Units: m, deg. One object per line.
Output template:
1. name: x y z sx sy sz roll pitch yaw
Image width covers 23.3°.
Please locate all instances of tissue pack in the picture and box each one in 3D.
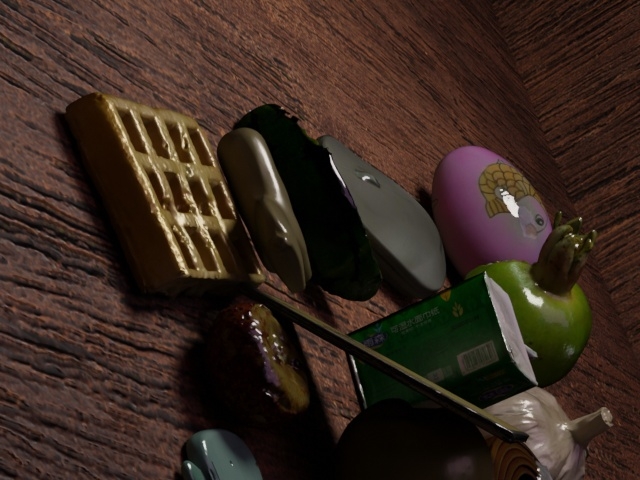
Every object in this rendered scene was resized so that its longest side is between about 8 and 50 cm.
1. tissue pack: 0.167 0.164 2.032 0.156 0.209 0.148 41 28 -54

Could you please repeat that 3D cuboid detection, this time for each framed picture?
1. framed picture: 0.079 0.142 1.753 0.338 0.014 0.255 29 -1 14

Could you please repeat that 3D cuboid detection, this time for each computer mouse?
1. computer mouse: 0.096 -0.038 2.316 0.331 0.095 0.197 41 23 -48

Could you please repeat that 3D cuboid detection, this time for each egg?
1. egg: 0.288 -0.035 2.679 0.271 0.196 0.196 51 15 16

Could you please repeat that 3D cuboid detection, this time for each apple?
1. apple: 0.108 0.273 1.765 0.200 0.200 0.200 52 21 -29

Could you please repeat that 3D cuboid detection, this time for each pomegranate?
1. pomegranate: 0.342 0.099 2.470 0.236 0.302 0.236 25 33 -18

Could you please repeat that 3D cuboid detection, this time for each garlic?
1. garlic: 0.345 0.301 2.321 0.218 0.212 0.218 45 31 -36

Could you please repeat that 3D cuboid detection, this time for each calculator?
1. calculator: -0.095 0.230 1.526 0.095 0.021 0.153 66 15 11

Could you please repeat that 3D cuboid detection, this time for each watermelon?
1. watermelon: -0.021 -0.053 2.012 0.301 0.123 0.129 59 2 8

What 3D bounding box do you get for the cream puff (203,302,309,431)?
1. cream puff: -0.071 0.137 1.624 0.149 0.084 0.149 58 15 -25

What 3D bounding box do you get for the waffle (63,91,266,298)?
1. waffle: -0.161 -0.045 1.678 0.221 0.055 0.248 66 18 11

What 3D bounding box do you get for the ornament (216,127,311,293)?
1. ornament: -0.060 -0.026 1.796 0.245 0.061 0.230 70 -2 -70

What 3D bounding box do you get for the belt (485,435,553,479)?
1. belt: 0.237 0.381 2.053 0.217 0.122 0.339 59 19 -7
